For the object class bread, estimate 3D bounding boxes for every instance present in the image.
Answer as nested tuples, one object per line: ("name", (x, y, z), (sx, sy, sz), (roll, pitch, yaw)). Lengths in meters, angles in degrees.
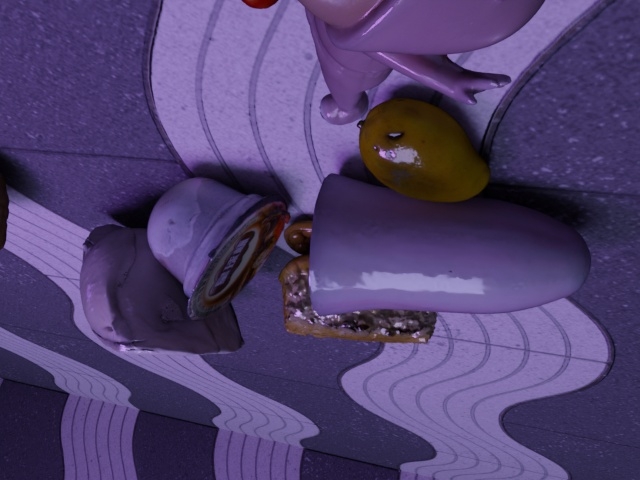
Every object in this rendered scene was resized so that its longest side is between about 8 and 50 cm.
("bread", (0.060, 0.086, 0.950), (0.245, 0.121, 0.174), (2, 170, -2))
("bread", (0.000, 0.000, 0.945), (0.110, 0.024, 0.110), (8, 155, 4))

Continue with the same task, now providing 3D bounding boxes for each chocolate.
("chocolate", (-0.149, -0.014, 0.888), (0.147, 0.221, 0.221), (41, 159, 16))

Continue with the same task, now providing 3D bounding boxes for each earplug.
("earplug", (0.151, 0.014, 0.754), (0.301, 0.172, 0.172), (4, 152, 13))

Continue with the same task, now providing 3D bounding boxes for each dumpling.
("dumpling", (-0.231, 0.083, 0.998), (0.260, 0.181, 0.341), (20, 171, -32))

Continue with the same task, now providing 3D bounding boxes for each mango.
("mango", (0.110, -0.084, 0.668), (0.161, 0.076, 0.103), (25, 148, -34))

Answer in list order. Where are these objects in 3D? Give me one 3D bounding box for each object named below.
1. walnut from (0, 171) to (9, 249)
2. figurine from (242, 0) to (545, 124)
("walnut", (-0.599, -0.046, 1.021), (0.228, 0.228, 0.228), (13, 154, 7))
("figurine", (0.029, -0.174, 0.441), (0.186, 0.176, 0.287), (1, 177, -26))
